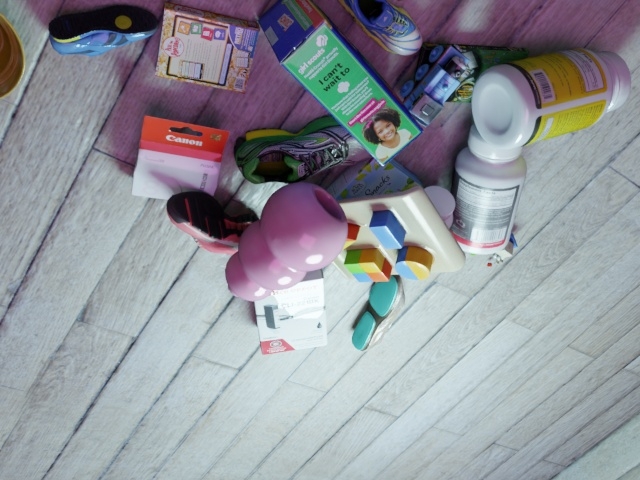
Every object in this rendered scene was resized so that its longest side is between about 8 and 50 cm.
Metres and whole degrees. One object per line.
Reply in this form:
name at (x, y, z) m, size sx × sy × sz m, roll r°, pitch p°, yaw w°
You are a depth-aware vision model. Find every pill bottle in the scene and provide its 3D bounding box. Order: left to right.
pill bottle at (0.270, -0.042, 1.612) m, size 0.121 × 0.121 × 0.216 m, roll -2°, pitch 149°, yaw -11°
pill bottle at (0.420, -0.136, 1.576) m, size 0.176 × 0.176 × 0.319 m, roll -6°, pitch 129°, yaw -9°
pill bottle at (0.529, -0.330, 1.413) m, size 0.333 × 0.188 × 0.188 m, roll -17°, pitch 132°, yaw -21°

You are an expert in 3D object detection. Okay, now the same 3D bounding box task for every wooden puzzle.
wooden puzzle at (0.146, 0.012, 1.554) m, size 0.347 × 0.081 × 0.322 m, roll -9°, pitch 140°, yaw 32°

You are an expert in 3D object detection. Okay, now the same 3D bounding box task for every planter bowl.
planter bowl at (-0.670, -0.377, 1.181) m, size 0.217 × 0.090 × 0.217 m, roll -6°, pitch 129°, yaw -8°

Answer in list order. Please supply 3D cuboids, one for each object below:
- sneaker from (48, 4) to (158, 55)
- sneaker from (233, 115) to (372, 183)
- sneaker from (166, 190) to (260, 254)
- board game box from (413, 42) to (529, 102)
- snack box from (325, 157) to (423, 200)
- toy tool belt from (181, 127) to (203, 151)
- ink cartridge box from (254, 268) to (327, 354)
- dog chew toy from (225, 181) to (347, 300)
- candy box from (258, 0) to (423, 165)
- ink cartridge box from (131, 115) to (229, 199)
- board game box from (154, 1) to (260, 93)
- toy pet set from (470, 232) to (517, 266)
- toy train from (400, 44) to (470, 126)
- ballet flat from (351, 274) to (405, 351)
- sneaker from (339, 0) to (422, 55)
sneaker at (-0.428, -0.411, 1.238) m, size 0.209 × 0.069 × 0.082 m, roll -13°, pitch 163°, yaw -14°
sneaker at (-0.024, -0.190, 1.448) m, size 0.343 × 0.146 × 0.134 m, roll -12°, pitch 130°, yaw -5°
sneaker at (-0.271, -0.018, 1.513) m, size 0.136 × 0.116 × 0.313 m, roll -25°, pitch 152°, yaw 27°
board game box at (0.347, -0.388, 1.453) m, size 0.259 × 0.030 × 0.136 m, roll -1°, pitch 126°, yaw -13°
snack box at (0.127, -0.121, 1.588) m, size 0.174 × 0.070 × 0.207 m, roll 31°, pitch 115°, yaw -32°
toy tool belt at (-0.280, -0.220, 1.421) m, size 0.083 × 0.051 × 0.052 m, roll 18°, pitch 158°, yaw -24°
ink cartridge box at (-0.087, 0.180, 1.750) m, size 0.196 × 0.114 × 0.273 m, roll -8°, pitch 129°, yaw -6°
dog chew toy at (-0.095, 0.019, 1.441) m, size 0.332 × 0.207 × 0.206 m, roll -41°, pitch 126°, yaw 22°
candy box at (0.038, -0.339, 1.263) m, size 0.122 × 0.268 × 0.317 m, roll -42°, pitch 126°, yaw 16°
ink cartridge box at (-0.320, -0.171, 1.403) m, size 0.188 × 0.066 × 0.232 m, roll 7°, pitch 153°, yaw -18°
board game box at (-0.237, -0.398, 1.295) m, size 0.193 × 0.045 × 0.147 m, roll 8°, pitch 126°, yaw -19°
toy pet set at (0.501, 0.013, 1.807) m, size 0.122 × 0.065 × 0.114 m, roll 32°, pitch 150°, yaw -29°
toy train at (0.253, -0.346, 1.377) m, size 0.080 × 0.105 × 0.184 m, roll 26°, pitch 119°, yaw -30°
ballet flat at (0.191, 0.207, 1.863) m, size 0.106 × 0.108 × 0.316 m, roll -5°, pitch 138°, yaw -35°
sneaker at (0.130, -0.448, 1.289) m, size 0.240 × 0.126 × 0.091 m, roll 28°, pitch 118°, yaw -30°
